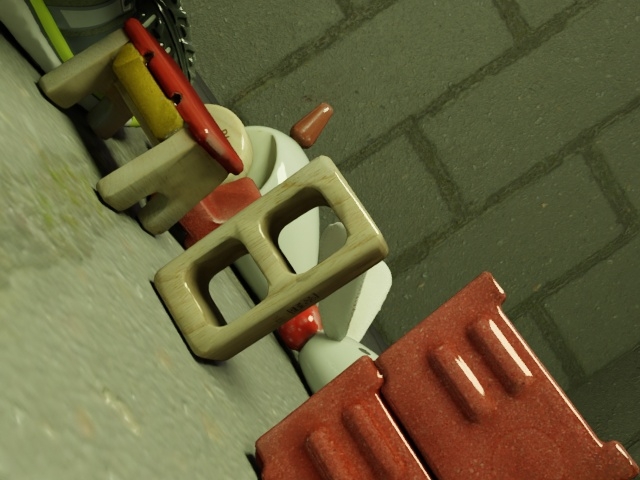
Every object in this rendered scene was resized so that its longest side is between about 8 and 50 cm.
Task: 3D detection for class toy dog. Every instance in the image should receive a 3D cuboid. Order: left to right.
[{"bbox_3d":[0.000,0.000,0.713,0.333,0.161,0.220,56,2,-2],"label":"toy dog"}]

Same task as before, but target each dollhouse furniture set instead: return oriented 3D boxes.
[{"bbox_3d":[0.007,0.030,0.490,0.374,0.152,0.201,56,2,20],"label":"dollhouse furniture set"}]

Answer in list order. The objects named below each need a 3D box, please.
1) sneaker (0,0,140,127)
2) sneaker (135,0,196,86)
[{"bbox_3d":[-0.153,-0.177,0.491,0.111,0.121,0.300,58,3,24],"label":"sneaker"},{"bbox_3d":[-0.206,-0.242,0.707,0.271,0.100,0.108,55,-3,-13],"label":"sneaker"}]
